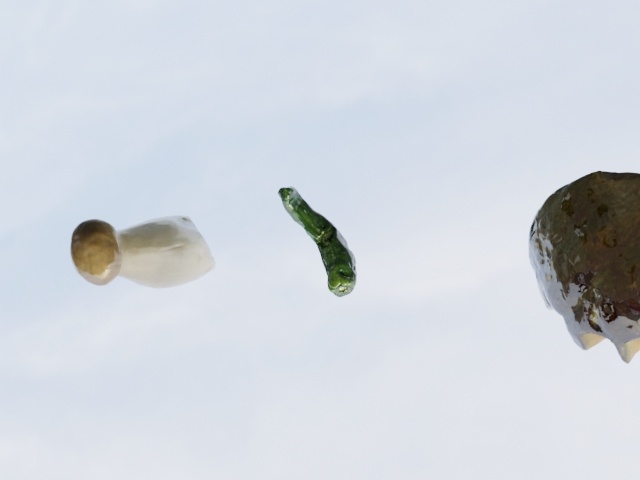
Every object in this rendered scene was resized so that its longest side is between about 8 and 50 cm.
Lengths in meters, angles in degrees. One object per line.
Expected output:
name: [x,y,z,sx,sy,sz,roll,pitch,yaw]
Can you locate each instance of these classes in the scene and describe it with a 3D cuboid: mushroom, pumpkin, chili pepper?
mushroom: [-0.283,0.018,2.235,0.128,0.350,0.128,0,-91,32]
pumpkin: [0.292,0.025,1.224,0.254,0.149,0.130,-14,-135,32]
chili pepper: [0.002,-0.003,1.917,0.050,0.073,0.182,-43,-106,31]
